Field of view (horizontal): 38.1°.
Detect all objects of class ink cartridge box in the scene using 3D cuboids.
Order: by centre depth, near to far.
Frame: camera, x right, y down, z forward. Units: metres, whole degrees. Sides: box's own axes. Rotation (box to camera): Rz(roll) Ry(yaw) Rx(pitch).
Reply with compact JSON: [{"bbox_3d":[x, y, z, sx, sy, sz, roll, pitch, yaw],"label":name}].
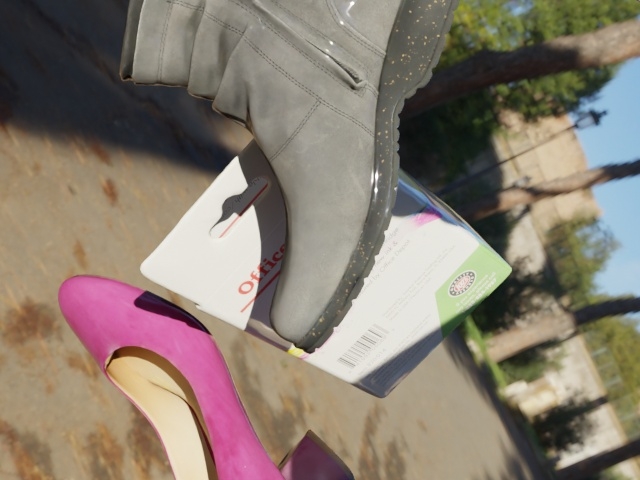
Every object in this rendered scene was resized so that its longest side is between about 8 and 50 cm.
[{"bbox_3d":[0.000,0.000,0.908,0.353,0.207,0.119,33,15,-41],"label":"ink cartridge box"}]

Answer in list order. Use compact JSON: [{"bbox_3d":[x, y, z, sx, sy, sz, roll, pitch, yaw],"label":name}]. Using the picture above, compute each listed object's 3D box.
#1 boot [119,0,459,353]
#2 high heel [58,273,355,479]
[{"bbox_3d":[-0.047,-0.097,0.696,0.118,0.223,0.338,-138,-117,-77],"label":"boot"},{"bbox_3d":[-0.151,0.185,0.905,0.377,0.127,0.181,35,44,11],"label":"high heel"}]
